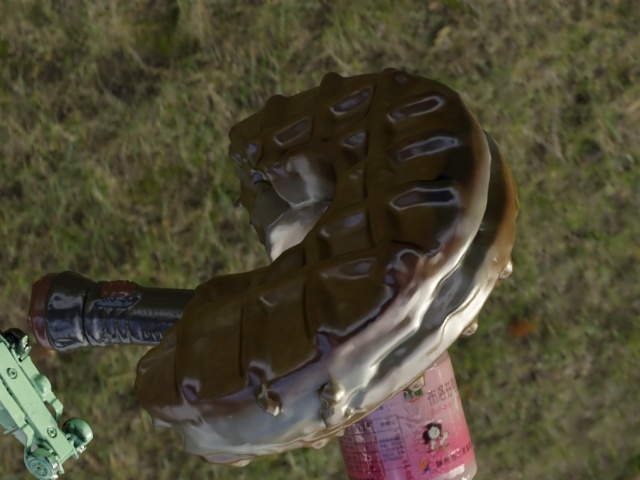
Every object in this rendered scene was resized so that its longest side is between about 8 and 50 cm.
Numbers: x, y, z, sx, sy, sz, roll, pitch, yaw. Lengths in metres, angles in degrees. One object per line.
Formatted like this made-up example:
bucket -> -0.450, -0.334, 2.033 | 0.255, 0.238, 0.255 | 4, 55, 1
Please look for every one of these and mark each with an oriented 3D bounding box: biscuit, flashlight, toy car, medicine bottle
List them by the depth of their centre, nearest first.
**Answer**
biscuit -> 0.014, 0.000, 1.111 | 0.268, 0.366, 0.115 | -21, 126, 23
toy car -> -0.274, 0.151, 1.363 | 0.054, 0.073, 0.143 | -28, 101, 35
flashlight -> -0.180, 0.076, 1.520 | 0.232, 0.093, 0.093 | 1, 134, 18
medicine bottle -> 0.075, 0.159, 1.591 | 0.147, 0.147, 0.247 | -15, 96, -7
